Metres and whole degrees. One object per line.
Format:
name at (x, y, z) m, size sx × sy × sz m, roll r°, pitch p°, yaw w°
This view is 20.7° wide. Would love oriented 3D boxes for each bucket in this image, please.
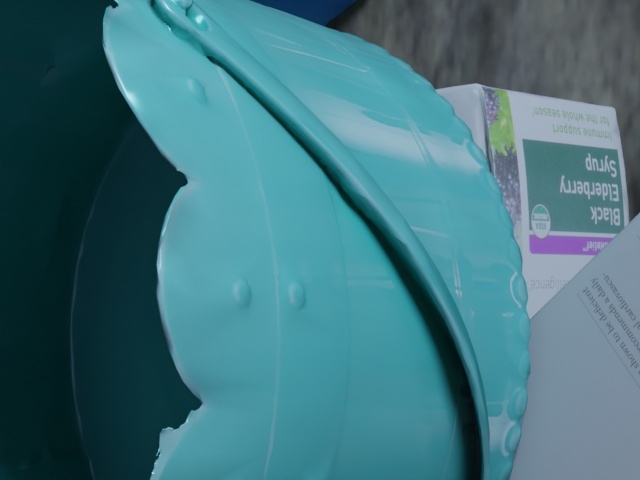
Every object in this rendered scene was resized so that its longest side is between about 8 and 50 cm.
bucket at (-0.077, 0.036, 0.589) m, size 0.281 × 0.183 × 0.281 m, roll -2°, pitch 87°, yaw 43°

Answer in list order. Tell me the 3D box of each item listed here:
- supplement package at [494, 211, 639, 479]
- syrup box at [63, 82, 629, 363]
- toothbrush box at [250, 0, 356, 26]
supplement package at (0.126, 0.066, 0.598) m, size 0.179 × 0.105 × 0.105 m, roll -48°, pitch 60°, yaw 29°
syrup box at (0.000, 0.000, 0.713) m, size 0.237 × 0.093 × 0.096 m, roll -7°, pitch 84°, yaw 40°
toothbrush box at (-0.150, -0.133, 0.821) m, size 0.295 × 0.126 × 0.216 m, roll -35°, pitch 68°, yaw 34°
